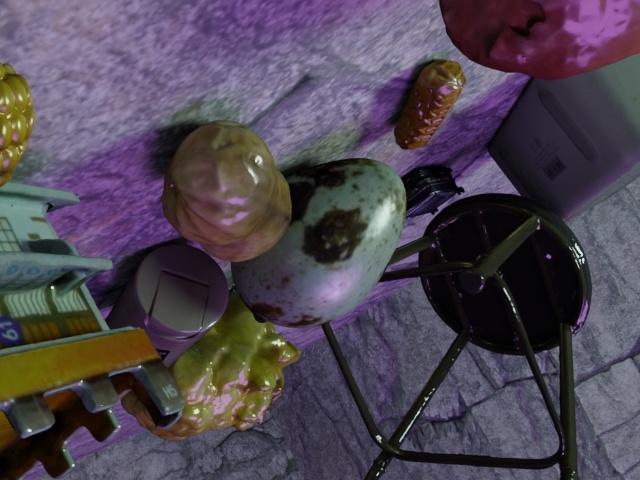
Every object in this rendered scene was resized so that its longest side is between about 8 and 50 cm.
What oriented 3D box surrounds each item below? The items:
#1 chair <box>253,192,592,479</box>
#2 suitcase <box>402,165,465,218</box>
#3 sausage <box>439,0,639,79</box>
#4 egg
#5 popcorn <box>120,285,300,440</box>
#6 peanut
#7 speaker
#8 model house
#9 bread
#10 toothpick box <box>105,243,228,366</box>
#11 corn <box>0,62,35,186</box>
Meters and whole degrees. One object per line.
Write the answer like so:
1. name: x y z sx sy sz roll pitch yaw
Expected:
1. chair: 0.214 0.141 1.004 0.361 0.365 0.410 -14 -164 40
2. suitcase: 0.174 -0.080 1.105 0.086 0.059 0.126 -40 165 34
3. sausage: 0.199 -0.202 0.441 0.279 0.152 0.152 -25 167 -22
4. egg: 0.000 0.000 0.761 0.231 0.169 0.169 -41 166 10
5. popcorn: -0.167 0.185 1.016 0.286 0.251 0.215 -42 140 -55
6. peanut: -0.080 -0.036 0.598 0.103 0.098 0.229 11 168 6
7. speaker: 0.411 -0.165 1.012 0.183 0.184 0.406 -29 168 -6
8. model house: -0.230 0.069 0.375 0.198 0.215 0.224 -37 167 19
9. bread: 0.117 -0.145 0.730 0.052 0.044 0.157 -24 167 -13
10. toothpick box: -0.192 0.088 0.806 0.111 0.111 0.180 -21 167 -37
11. corn: -0.229 -0.043 0.194 0.101 0.102 0.310 -37 165 30
